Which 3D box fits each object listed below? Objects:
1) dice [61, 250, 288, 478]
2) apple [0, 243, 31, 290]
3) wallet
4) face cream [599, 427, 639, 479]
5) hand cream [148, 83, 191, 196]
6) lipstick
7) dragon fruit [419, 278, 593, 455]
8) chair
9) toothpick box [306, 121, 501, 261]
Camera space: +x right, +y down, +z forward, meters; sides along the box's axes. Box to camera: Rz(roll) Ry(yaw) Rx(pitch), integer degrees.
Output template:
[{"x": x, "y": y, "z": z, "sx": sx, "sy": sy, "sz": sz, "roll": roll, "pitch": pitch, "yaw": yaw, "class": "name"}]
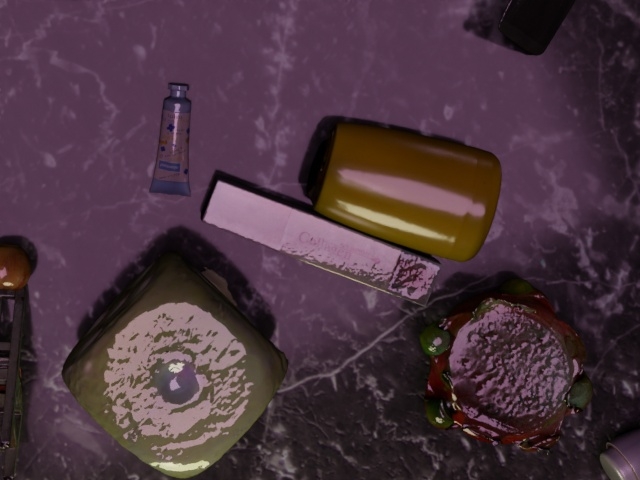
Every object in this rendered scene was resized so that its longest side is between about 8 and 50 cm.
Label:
[{"x": -0.210, "y": 0.181, "z": 1.858, "sx": 0.252, "sy": 0.250, "sz": 0.254, "roll": 44, "pitch": 92, "yaw": -12, "class": "dice"}, {"x": -0.476, "y": 0.040, "z": 1.891, "sx": 0.084, "sy": 0.084, "sz": 0.071, "roll": 2, "pitch": 89, "yaw": -7, "class": "apple"}, {"x": 0.356, "y": -0.400, "z": 1.878, "sx": 0.052, "sy": 0.168, "sz": 0.245, "roll": 32, "pitch": 99, "yaw": 29, "class": "wallet"}, {"x": 0.513, "y": 0.356, "z": 2.047, "sx": 0.095, "sy": 0.091, "sz": 0.091, "roll": -31, "pitch": 101, "yaw": -8, "class": "face cream"}, {"x": -0.222, "y": -0.153, "z": 1.908, "sx": 0.065, "sy": 0.043, "sz": 0.171, "roll": 6, "pitch": 103, "yaw": -2, "class": "hand cream"}, {"x": 0.000, "y": 0.000, "z": 1.937, "sx": 0.371, "sy": 0.080, "sz": 0.076, "roll": 21, "pitch": 97, "yaw": -10, "class": "lipstick"}, {"x": 0.283, "y": 0.198, "z": 1.974, "sx": 0.295, "sy": 0.130, "sz": 0.268, "roll": 31, "pitch": 95, "yaw": -10, "class": "dragon fruit"}, {"x": -0.521, "y": 0.216, "z": 1.905, "sx": 0.136, "sy": 0.147, "sz": 0.270, "roll": 2, "pitch": 56, "yaw": -9, "class": "chair"}, {"x": 0.121, "y": -0.081, "z": 1.892, "sx": 0.271, "sy": 0.175, "sz": 0.175, "roll": 15, "pitch": 97, "yaw": -6, "class": "toothpick box"}]
